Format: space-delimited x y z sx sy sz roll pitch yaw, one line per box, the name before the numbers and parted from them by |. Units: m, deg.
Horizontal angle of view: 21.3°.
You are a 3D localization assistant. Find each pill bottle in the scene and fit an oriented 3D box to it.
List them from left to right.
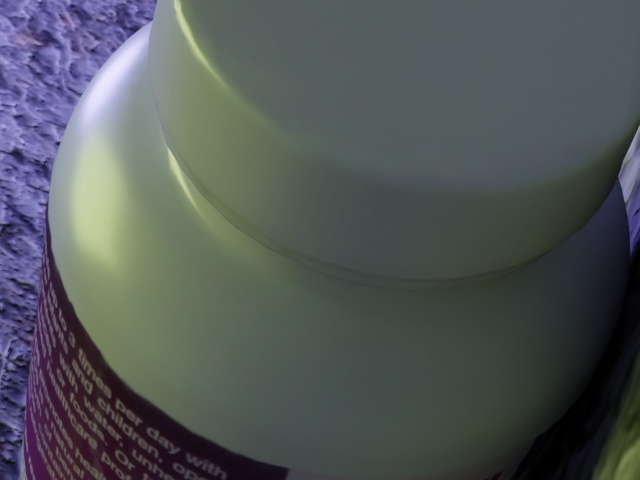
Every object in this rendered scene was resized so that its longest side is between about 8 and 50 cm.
pill bottle | -0.004 0.026 0.530 0.301 0.169 0.169 107 -176 -52
